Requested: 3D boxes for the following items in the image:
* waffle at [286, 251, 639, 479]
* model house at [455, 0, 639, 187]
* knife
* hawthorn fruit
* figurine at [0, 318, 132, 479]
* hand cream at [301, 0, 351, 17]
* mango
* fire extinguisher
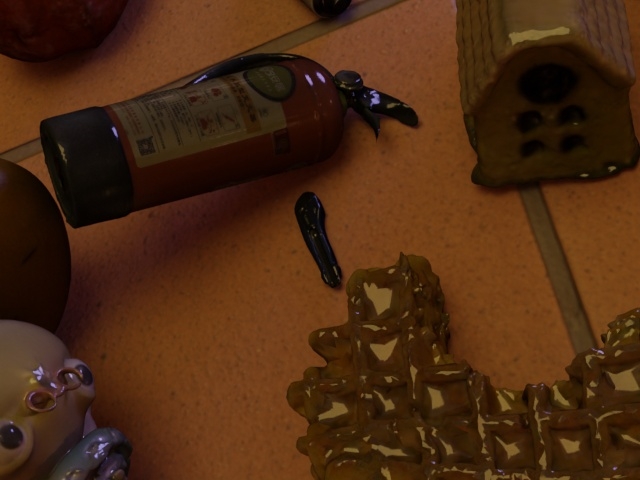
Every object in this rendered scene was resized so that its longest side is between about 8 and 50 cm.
[{"bbox_3d":[0.140,0.148,0.840,0.324,0.151,0.261,12,75,31],"label":"waffle"},{"bbox_3d":[0.195,-0.189,0.937,0.175,0.234,0.193,-8,60,19],"label":"model house"},{"bbox_3d":[0.000,0.000,1.052,0.031,0.018,0.121,-28,59,10],"label":"knife"},{"bbox_3d":[-0.361,-0.355,1.237,0.242,0.271,0.242,-5,68,12],"label":"hawthorn fruit"},{"bbox_3d":[-0.221,0.250,0.924,0.394,0.274,0.226,28,37,9],"label":"figurine"},{"bbox_3d":[-0.017,-0.327,1.211,0.087,0.054,0.186,-39,50,6],"label":"hand cream"},{"bbox_3d":[-0.359,0.030,1.029,0.211,0.317,0.173,-29,63,-29],"label":"mango"},{"bbox_3d":[-0.103,-0.138,1.059,0.376,0.113,0.200,-16,61,-21],"label":"fire extinguisher"}]
